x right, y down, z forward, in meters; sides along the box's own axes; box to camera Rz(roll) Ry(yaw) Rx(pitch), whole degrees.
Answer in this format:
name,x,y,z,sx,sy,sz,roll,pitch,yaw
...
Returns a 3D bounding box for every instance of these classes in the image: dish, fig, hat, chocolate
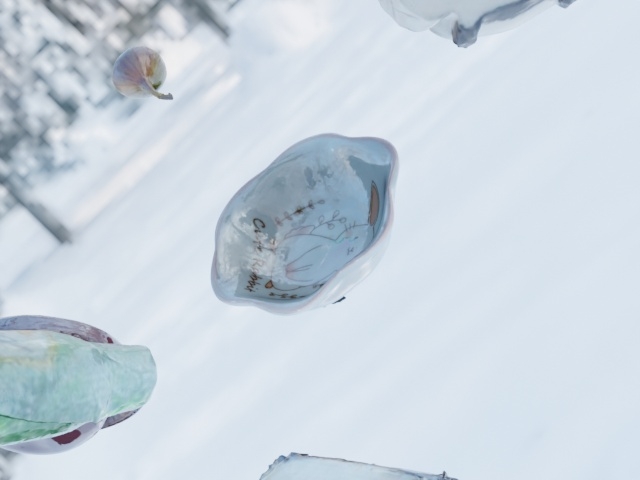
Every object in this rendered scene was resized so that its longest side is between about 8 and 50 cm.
name,x,y,z,sx,sy,sz,roll,pitch,yaw
dish,0.000,0.000,1.925,0.229,0.081,0.229,-23,42,23
fig,-0.157,-0.145,1.751,0.050,0.050,0.083,-45,37,-1
hat,-0.261,0.144,1.777,0.205,0.205,0.089,-35,43,44
chocolate,-0.245,0.117,1.560,0.110,0.110,0.291,-39,-22,32

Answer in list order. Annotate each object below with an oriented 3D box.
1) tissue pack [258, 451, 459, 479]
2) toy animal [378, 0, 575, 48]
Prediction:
name,x,y,z,sx,sy,sz,roll,pitch,yaw
tissue pack,0.089,0.270,0.873,0.198,0.370,0.210,-50,16,-13
toy animal,0.117,-0.272,1.596,0.208,0.204,0.156,-24,26,-13
